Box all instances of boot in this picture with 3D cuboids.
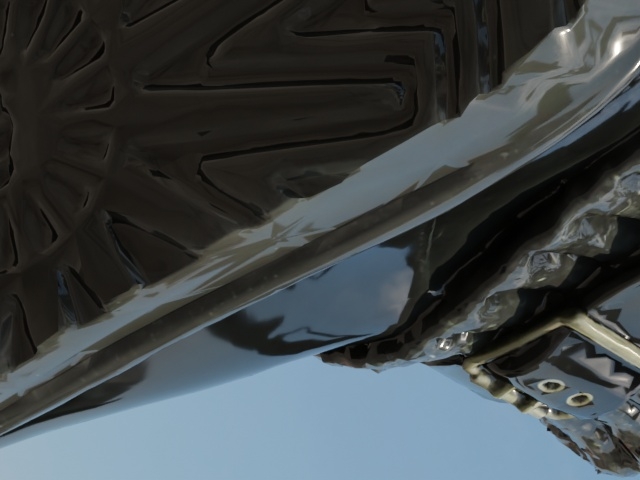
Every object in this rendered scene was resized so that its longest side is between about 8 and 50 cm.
[{"bbox_3d":[0.001,0.004,0.511,0.348,0.260,0.131,-18,-113,30],"label":"boot"}]
